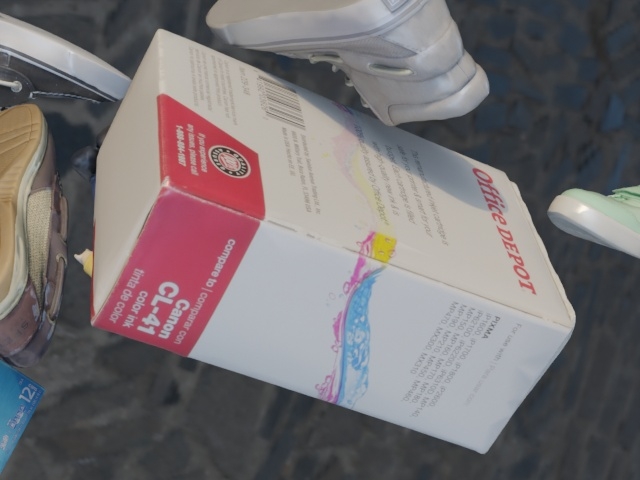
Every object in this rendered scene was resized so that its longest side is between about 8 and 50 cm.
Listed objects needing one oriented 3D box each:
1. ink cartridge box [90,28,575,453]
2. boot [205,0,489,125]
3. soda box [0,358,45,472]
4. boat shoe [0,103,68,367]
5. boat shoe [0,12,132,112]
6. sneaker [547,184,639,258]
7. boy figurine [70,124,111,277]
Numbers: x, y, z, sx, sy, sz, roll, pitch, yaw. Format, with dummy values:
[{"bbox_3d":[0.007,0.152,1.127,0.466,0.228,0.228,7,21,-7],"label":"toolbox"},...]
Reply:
[{"bbox_3d":[0.000,0.000,1.082,0.306,0.226,0.131,22,117,-19],"label":"ink cartridge box"},{"bbox_3d":[0.015,-0.137,1.110,0.095,0.258,0.123,-44,116,-16],"label":"boot"},{"bbox_3d":[-0.321,0.197,1.277,0.071,0.067,0.210,41,64,-34],"label":"soda box"},{"bbox_3d":[-0.244,-0.007,1.187,0.103,0.285,0.092,-25,123,7],"label":"boat shoe"},{"bbox_3d":[-0.340,-0.181,1.572,0.301,0.108,0.102,17,100,-38],"label":"boat shoe"},{"bbox_3d":[0.314,-0.055,1.353,0.256,0.094,0.151,10,99,-35],"label":"sneaker"},{"bbox_3d":[-0.240,-0.007,1.930,0.177,0.285,0.092,-34,141,18],"label":"boy figurine"}]
